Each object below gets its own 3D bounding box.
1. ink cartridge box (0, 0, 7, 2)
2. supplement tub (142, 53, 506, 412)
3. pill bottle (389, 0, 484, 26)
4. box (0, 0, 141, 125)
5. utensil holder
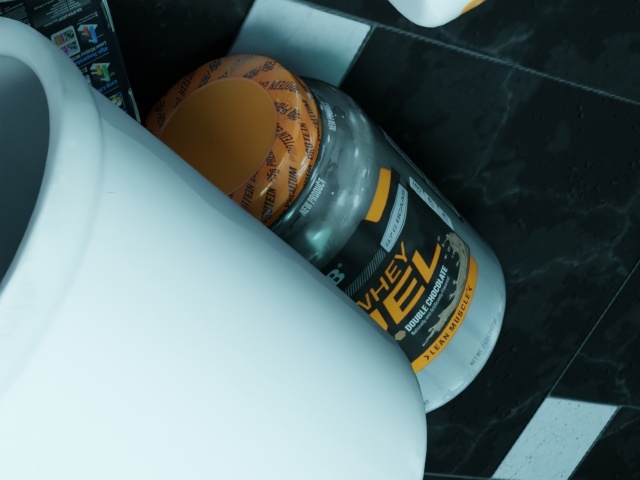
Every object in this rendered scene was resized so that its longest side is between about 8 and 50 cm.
[{"bbox_3d":[-0.161,-0.253,1.168,0.311,0.065,0.186,-12,144,-22],"label":"ink cartridge box"},{"bbox_3d":[0.000,0.000,1.467,0.207,0.207,0.338,-42,137,6],"label":"supplement tub"},{"bbox_3d":[0.188,-0.345,1.277,0.392,0.224,0.224,-31,137,-6],"label":"pill bottle"},{"bbox_3d":[-0.244,-0.094,1.268,0.220,0.051,0.175,-31,126,-26],"label":"box"},{"bbox_3d":[-0.160,0.093,1.159,0.327,0.327,0.385,-44,131,7],"label":"utensil holder"}]
